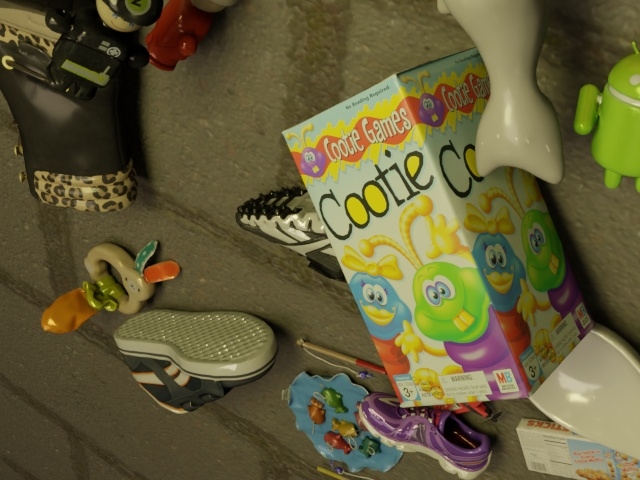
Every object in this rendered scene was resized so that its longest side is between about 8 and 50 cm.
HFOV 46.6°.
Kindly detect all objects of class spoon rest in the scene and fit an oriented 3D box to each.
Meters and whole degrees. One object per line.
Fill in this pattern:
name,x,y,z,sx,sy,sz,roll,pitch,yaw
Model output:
spoon rest,0.311,0.161,0.699,0.276,0.084,0.137,23,132,25

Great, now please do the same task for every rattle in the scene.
rattle,-0.323,0.072,1.121,0.200,0.143,0.130,-1,101,47

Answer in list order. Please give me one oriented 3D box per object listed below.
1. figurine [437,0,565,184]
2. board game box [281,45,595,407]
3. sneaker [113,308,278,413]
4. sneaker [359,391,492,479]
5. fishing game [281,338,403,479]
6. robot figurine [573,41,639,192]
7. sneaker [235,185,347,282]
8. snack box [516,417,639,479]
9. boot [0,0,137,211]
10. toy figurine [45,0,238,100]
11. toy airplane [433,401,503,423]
figurine,0.182,-0.128,0.498,0.215,0.092,0.209,6,125,38
board game box,0.108,-0.009,0.667,0.144,0.142,0.275,-19,97,45
sneaker,-0.167,0.178,1.077,0.321,0.126,0.127,2,120,45
sneaker,0.130,0.220,0.902,0.170,0.068,0.071,20,135,18
fishing game,0.026,0.259,1.038,0.189,0.041,0.264,16,129,27
robot figurine,0.250,-0.095,0.574,0.101,0.067,0.115,13,127,16
sneaker,0.000,0.000,0.841,0.234,0.078,0.106,4,120,35
snack box,0.304,0.234,0.802,0.178,0.022,0.064,-1,118,40
boot,-0.391,-0.209,0.977,0.377,0.138,0.284,19,130,23
toy figurine,-0.206,-0.266,0.724,0.148,0.213,0.209,-38,90,38
toy airplane,0.148,0.161,0.871,0.151,0.028,0.151,32,151,21
